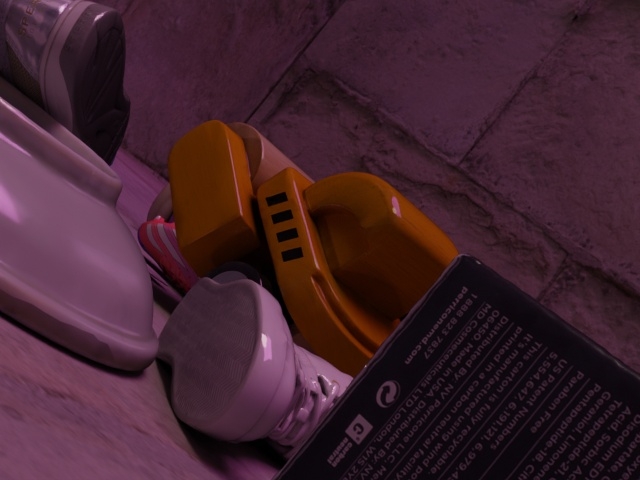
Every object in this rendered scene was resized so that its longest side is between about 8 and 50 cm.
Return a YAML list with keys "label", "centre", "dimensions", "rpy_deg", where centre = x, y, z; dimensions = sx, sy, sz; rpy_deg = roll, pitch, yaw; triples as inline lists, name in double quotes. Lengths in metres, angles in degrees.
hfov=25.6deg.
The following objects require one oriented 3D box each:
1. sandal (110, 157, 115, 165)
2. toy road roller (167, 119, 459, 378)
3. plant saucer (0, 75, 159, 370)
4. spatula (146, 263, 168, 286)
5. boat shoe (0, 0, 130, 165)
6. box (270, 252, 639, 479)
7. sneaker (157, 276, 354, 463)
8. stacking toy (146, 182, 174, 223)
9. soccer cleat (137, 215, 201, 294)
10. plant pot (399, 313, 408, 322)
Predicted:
- label: "sandal"
  centre: [-0.340, -0.154, 1.564]
  dimensions: [0.317, 0.126, 0.138]
  rpy_deg: [40, -2, 23]
- label: "toy road roller"
  centre: [0.000, 0.000, 1.448]
  dimensions: [0.202, 0.241, 0.329]
  rpy_deg: [39, 26, -45]
- label: "plant saucer"
  centre: [-0.252, -0.068, 0.993]
  dimensions: [0.400, 0.100, 0.400]
  rpy_deg: [38, 0, 0]
- label: "spatula"
  centre: [-0.283, -0.043, 1.600]
  dimensions: [0.242, 0.019, 0.168]
  rpy_deg: [39, 1, 36]
- label: "boat shoe"
  centre: [-0.232, -0.107, 1.204]
  dimensions: [0.103, 0.118, 0.320]
  rpy_deg: [24, -25, 3]
- label: "box"
  centre: [0.209, 0.231, 0.852]
  dimensions: [0.293, 0.212, 0.395]
  rpy_deg: [39, -1, -41]
- label: "sneaker"
  centre: [-0.021, 0.112, 1.033]
  dimensions: [0.169, 0.108, 0.292]
  rpy_deg: [36, 0, -13]
- label: "stacking toy"
  centre: [-0.098, 0.043, 2.011]
  dimensions: [0.330, 0.141, 0.141]
  rpy_deg: [44, 2, 21]
- label: "soccer cleat"
  centre: [-0.136, 0.045, 1.671]
  dimensions: [0.248, 0.095, 0.083]
  rpy_deg: [22, -14, 31]
- label: "plant pot"
  centre: [0.004, 0.095, 1.776]
  dimensions: [0.188, 0.187, 0.167]
  rpy_deg: [38, -12, 36]
